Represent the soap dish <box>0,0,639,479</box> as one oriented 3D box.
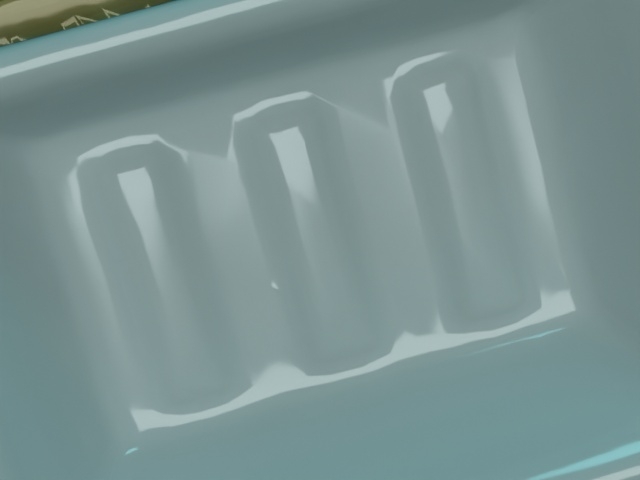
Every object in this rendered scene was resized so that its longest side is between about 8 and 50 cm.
[{"bbox_3d":[0.000,0.000,0.572,0.291,0.118,0.229,-16,107,-1],"label":"soap dish"}]
